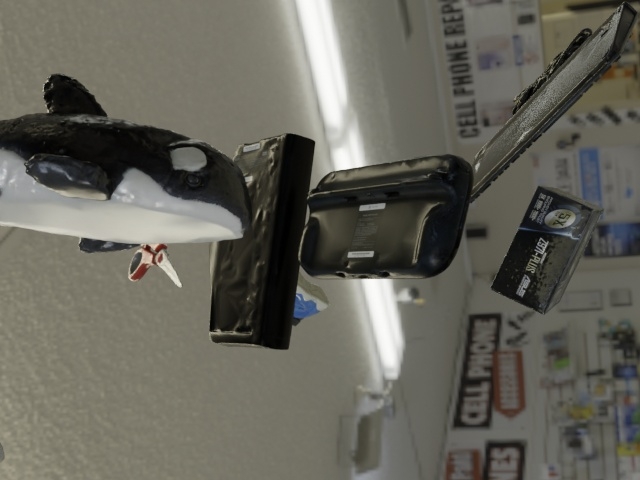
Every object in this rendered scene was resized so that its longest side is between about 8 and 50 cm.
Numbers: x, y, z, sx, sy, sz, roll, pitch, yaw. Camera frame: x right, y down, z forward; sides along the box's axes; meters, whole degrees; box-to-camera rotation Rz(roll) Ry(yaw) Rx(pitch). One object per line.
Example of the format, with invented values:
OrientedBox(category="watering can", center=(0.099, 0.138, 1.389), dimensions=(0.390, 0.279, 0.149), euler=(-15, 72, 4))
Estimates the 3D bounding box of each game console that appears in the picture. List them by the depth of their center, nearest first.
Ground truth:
OrientedBox(category="game console", center=(0.000, 0.000, 0.887), dimensions=(0.044, 0.361, 0.213), euler=(13, -100, -35))

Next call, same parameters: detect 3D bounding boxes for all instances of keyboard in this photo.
OrientedBox(category="keyboard", center=(0.288, -0.177, 1.206), dimensions=(0.317, 0.033, 0.201), euler=(-48, 10, 47))

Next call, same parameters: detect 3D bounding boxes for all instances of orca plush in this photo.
OrientedBox(category="orca plush", center=(-0.187, -0.059, 0.656), dimensions=(0.151, 0.287, 0.102), euler=(45, -134, -62))

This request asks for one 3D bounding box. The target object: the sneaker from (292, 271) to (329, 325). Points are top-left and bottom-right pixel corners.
OrientedBox(category="sneaker", center=(-0.053, 0.092, 1.528), dimensions=(0.152, 0.085, 0.058), euler=(39, -158, -58))

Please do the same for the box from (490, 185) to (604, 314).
OrientedBox(category="box", center=(0.304, 0.009, 1.261), dimensions=(0.147, 0.078, 0.180), euler=(-67, -18, 10))

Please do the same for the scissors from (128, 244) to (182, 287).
OrientedBox(category="scissors", center=(-0.239, 0.014, 1.426), dimensions=(0.297, 0.021, 0.109), euler=(0, 69, 66))

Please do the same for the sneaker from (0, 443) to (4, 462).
OrientedBox(category="sneaker", center=(-0.428, 0.236, 1.021), dimensions=(0.121, 0.302, 0.108), euler=(-36, -93, -35))
